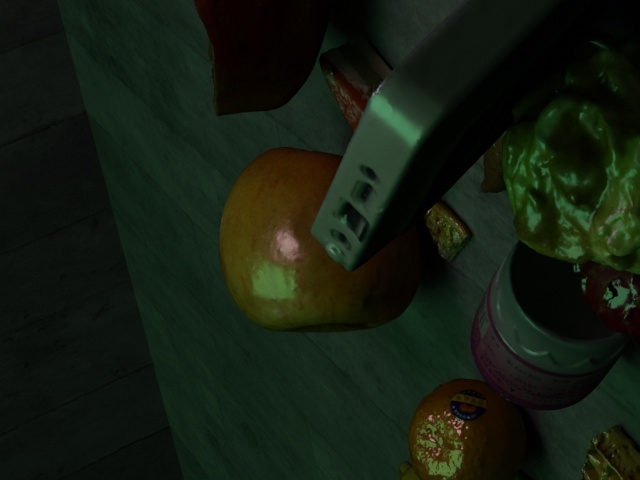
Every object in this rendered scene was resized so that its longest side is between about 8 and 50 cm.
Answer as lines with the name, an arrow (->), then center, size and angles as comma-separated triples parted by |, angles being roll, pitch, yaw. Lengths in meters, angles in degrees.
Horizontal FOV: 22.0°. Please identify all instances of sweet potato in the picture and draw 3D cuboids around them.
sweet potato -> 0.227, -0.106, 2.022 | 0.206, 0.060, 0.068 | 103, 176, -62

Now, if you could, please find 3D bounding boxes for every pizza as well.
pizza -> 0.174, -0.005, 2.316 | 0.123, 0.026, 0.109 | 43, 153, 46

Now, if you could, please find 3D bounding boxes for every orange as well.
orange -> 0.211, 0.285, 2.355 | 0.177, 0.177, 0.155 | 57, -159, 23

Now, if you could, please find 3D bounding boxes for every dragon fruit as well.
dragon fruit -> 0.347, 0.042, 1.786 | 0.166, 0.133, 0.136 | 24, 95, 54

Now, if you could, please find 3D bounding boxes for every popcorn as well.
popcorn -> 0.299, -0.085, 1.608 | 0.249, 0.249, 0.225 | 45, 143, 45

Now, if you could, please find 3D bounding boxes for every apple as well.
apple -> 0.000, 0.000, 2.408 | 0.299, 0.299, 0.275 | 151, 122, -71
apple -> -0.116, -0.360, 2.242 | 0.295, 0.329, 0.365 | 24, 139, 29

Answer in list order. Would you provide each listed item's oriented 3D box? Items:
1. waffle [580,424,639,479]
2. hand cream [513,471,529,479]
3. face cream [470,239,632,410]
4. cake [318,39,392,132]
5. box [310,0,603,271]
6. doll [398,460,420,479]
waffle -> 0.411, 0.361, 2.088 | 0.211, 0.055, 0.160 | 52, 156, 32
hand cream -> 0.283, 0.348, 2.454 | 0.122, 0.023, 0.036 | 39, 151, 59
face cream -> 0.278, 0.088, 1.931 | 0.175, 0.175, 0.195 | 59, 161, 19
cake -> 0.083, -0.165, 2.270 | 0.220, 0.086, 0.117 | 50, 153, 35
box -> 0.156, -0.154, 1.676 | 0.090, 0.373, 0.367 | 41, 157, 8
doll -> 0.271, 0.490, 2.471 | 0.348, 0.161, 0.423 | 54, 167, -9
